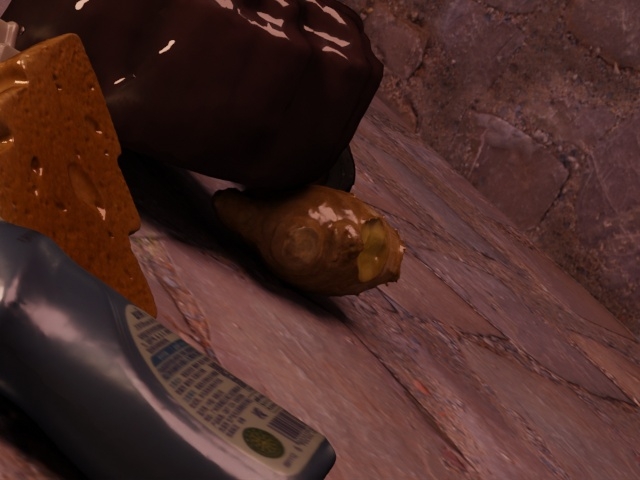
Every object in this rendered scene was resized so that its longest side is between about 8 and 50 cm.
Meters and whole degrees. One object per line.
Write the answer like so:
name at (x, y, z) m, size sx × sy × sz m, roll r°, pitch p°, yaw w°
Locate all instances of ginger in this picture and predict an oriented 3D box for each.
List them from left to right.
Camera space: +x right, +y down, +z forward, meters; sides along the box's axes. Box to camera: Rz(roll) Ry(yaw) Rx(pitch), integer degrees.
ginger at (0.000, 0.000, 1.690) m, size 0.157 × 0.102 × 0.216 m, roll 13°, pitch -1°, yaw 36°

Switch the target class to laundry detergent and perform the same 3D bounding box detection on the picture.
laundry detergent at (-0.132, 0.076, 1.004) m, size 0.290 × 0.094 × 0.143 m, roll 36°, pitch 17°, yaw 6°

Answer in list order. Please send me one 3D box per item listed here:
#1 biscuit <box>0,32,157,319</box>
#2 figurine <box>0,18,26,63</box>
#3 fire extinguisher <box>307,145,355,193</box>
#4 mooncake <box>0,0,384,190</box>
biscuit at (-0.178, -0.038, 1.175) m, size 0.212 × 0.041 × 0.239 m, roll 42°, pitch 35°, yaw -50°
figurine at (-0.320, -0.151, 1.185) m, size 0.308 × 0.143 × 0.308 m, roll 30°, pitch -7°, yaw 4°
fire extinguisher at (-0.030, -0.101, 2.077) m, size 0.376 × 0.113 × 0.200 m, roll -107°, pitch -174°, yaw -69°
mooncake at (-0.125, -0.185, 1.642) m, size 0.350 × 0.212 × 0.381 m, roll 25°, pitch 10°, yaw -13°
